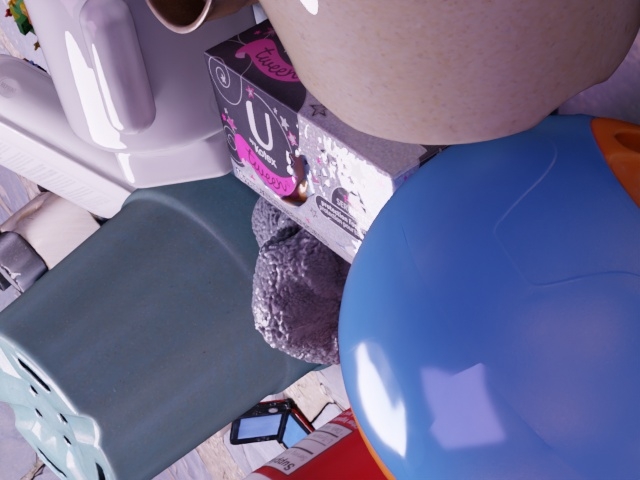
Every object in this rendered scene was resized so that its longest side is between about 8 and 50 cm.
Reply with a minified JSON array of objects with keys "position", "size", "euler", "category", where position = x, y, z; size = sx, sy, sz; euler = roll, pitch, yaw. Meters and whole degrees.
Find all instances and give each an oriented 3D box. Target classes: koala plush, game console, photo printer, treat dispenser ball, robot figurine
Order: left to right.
[{"position":[-0.377,-0.146,1.654],"size":[0.307,0.107,0.256],"euler":[29,165,-21],"category":"photo printer"},{"position":[-0.166,-0.222,1.103],"size":[0.300,0.199,0.353],"euler":[-94,-8,-54],"category":"robot figurine"},{"position":[-0.066,0.300,1.775],"size":[0.144,0.124,0.085],"euler":[104,158,-58],"category":"game console"},{"position":[0.000,0.000,1.168],"size":[0.221,0.203,0.196],"euler":[49,157,53],"category":"koala plush"},{"position":[0.156,0.063,0.766],"size":[0.288,0.288,0.288],"euler":[45,153,31],"category":"treat dispenser ball"}]

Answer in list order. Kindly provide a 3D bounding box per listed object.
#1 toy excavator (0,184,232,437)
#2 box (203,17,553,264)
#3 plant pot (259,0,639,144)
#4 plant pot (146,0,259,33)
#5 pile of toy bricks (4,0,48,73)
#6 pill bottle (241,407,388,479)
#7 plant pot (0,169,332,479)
[{"position":[-0.328,0.108,1.978],"size":[0.445,0.222,0.433],"euler":[52,160,-20],"category":"toy excavator"},{"position":[0.045,-0.088,0.969],"size":[0.247,0.163,0.142],"euler":[37,150,41],"category":"box"},{"position":[0.057,-0.227,0.637],"size":[0.334,0.334,0.305],"euler":[41,162,37],"category":"plant pot"},{"position":[-0.047,-0.255,0.928],"size":[0.167,0.165,0.167],"euler":[34,132,50],"category":"plant pot"},{"position":[-0.389,-0.297,1.648],"size":[0.105,0.118,0.212],"euler":[35,159,11],"category":"pile of toy bricks"},{"position":[0.061,0.259,1.041],"size":[0.229,0.407,0.229],"euler":[45,154,30],"category":"pill bottle"},{"position":[-0.203,0.115,1.436],"size":[0.341,0.334,0.341],"euler":[35,147,27],"category":"plant pot"}]
